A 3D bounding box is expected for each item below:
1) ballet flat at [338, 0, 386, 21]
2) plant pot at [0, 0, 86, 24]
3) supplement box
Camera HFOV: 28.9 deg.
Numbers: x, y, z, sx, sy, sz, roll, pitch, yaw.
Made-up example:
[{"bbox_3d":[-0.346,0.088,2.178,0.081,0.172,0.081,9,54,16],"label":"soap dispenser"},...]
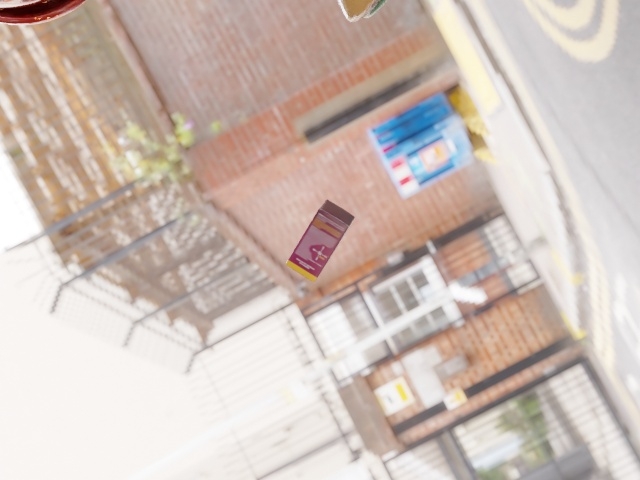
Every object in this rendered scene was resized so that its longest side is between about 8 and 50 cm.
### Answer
[{"bbox_3d":[0.039,-0.223,0.746,0.232,0.073,0.080,127,150,-51],"label":"ballet flat"},{"bbox_3d":[-0.261,-0.275,1.008,0.191,0.191,0.174,63,177,11],"label":"plant pot"},{"bbox_3d":[0.000,0.000,1.482,0.043,0.083,0.055,32,-163,2],"label":"supplement box"}]
